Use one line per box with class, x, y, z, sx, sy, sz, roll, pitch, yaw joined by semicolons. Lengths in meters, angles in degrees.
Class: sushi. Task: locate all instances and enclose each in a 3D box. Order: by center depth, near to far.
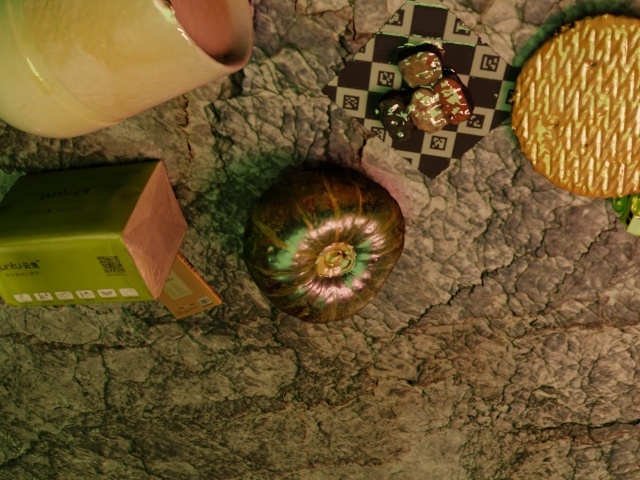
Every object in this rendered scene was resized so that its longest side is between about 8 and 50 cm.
sushi;0.151;-0.202;1.032;0.231;0.047;0.220;36;128;-18

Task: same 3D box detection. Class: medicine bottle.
medicine bottle;-0.317;-0.266;0.955;0.406;0.235;0.235;-16;125;23

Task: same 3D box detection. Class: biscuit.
biscuit;0.377;-0.172;0.960;0.254;0.035;0.253;16;123;25

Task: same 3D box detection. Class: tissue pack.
tissue pack;-0.396;-0.009;1.214;0.275;0.200;0.167;-3;131;14

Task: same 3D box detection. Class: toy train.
toy train;0.476;-0.124;1.006;0.053;0.085;0.249;-3;131;-7

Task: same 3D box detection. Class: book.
book;-0.285;0.080;1.390;0.118;0.012;0.172;-20;123;27

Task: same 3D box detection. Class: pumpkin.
pumpkin;-0.001;-0.001;1.155;0.260;0.189;0.260;-9;120;-15
